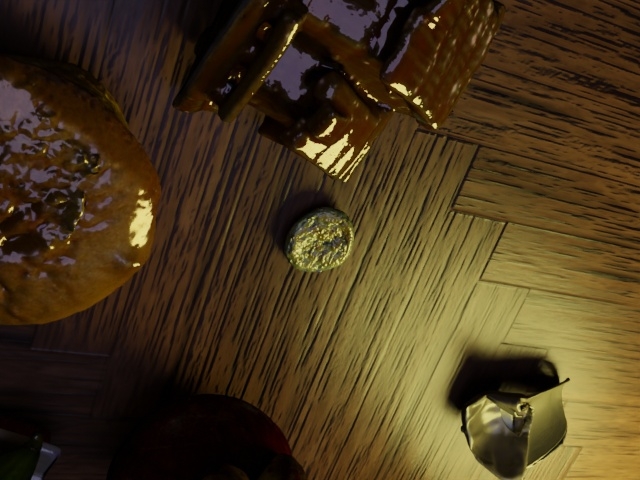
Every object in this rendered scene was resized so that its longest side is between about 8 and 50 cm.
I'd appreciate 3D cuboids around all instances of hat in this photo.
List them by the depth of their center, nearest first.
[{"bbox_3d":[0.275,0.248,1.096,0.175,0.085,0.147,-18,115,-38],"label":"hat"}]

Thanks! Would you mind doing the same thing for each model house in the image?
[{"bbox_3d":[0.023,-0.156,0.668,0.229,0.219,0.199,23,94,-18],"label":"model house"}]

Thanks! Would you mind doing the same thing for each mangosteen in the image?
[{"bbox_3d":[-0.112,0.276,0.839,0.215,0.257,0.215,-1,93,-30],"label":"mangosteen"}]

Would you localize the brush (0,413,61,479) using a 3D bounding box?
[{"bbox_3d":[-0.420,0.174,0.787,0.321,0.050,0.060,27,109,-30],"label":"brush"}]

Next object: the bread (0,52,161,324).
[{"bbox_3d":[-0.271,-0.045,0.661,0.268,0.146,0.268,-8,122,-12],"label":"bread"}]

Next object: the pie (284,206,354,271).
[{"bbox_3d":[-0.001,-0.001,0.863,0.084,0.021,0.084,-10,125,-14],"label":"pie"}]

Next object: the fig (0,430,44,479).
[{"bbox_3d":[-0.338,0.264,0.781,0.177,0.117,0.117,-40,125,1],"label":"fig"}]
